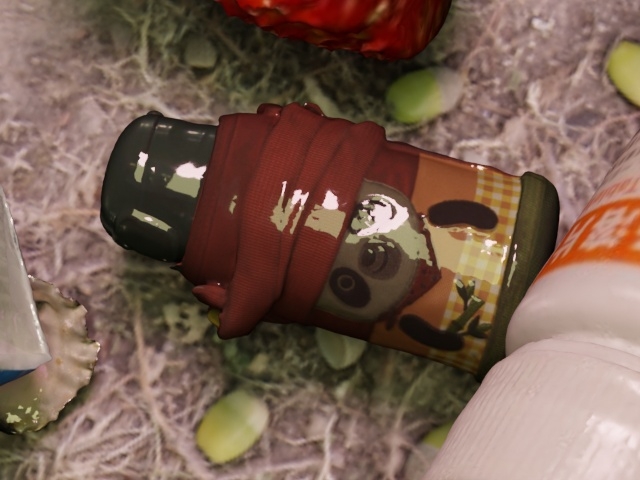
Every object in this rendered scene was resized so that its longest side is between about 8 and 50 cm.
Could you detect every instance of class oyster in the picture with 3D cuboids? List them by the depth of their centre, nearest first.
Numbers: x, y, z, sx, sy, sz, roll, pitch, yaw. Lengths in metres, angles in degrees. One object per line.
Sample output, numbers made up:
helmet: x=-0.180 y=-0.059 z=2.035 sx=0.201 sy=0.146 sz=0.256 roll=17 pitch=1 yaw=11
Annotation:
oyster: x=-0.209 y=0.061 z=1.197 sx=0.146 sy=0.045 sz=0.121 roll=-1 pitch=78 yaw=4

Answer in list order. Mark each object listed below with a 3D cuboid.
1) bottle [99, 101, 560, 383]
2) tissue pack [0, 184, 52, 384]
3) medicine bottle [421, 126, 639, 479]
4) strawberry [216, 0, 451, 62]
bottle: x=0.000 y=0.000 z=1.154 sx=0.271 sy=0.143 sz=0.156 roll=14 pitch=54 yaw=3
tissue pack: x=-0.319 y=0.058 z=1.099 sx=0.263 sy=0.198 sz=0.146 roll=-20 pitch=81 yaw=13
medicine bottle: x=0.221 y=0.052 z=1.046 sx=0.211 sy=0.211 sz=0.371 roll=32 pitch=62 yaw=8
strawberry: x=-0.034 y=-0.281 z=1.165 sx=0.343 sy=0.292 sz=0.292 roll=32 pitch=81 yaw=-10
